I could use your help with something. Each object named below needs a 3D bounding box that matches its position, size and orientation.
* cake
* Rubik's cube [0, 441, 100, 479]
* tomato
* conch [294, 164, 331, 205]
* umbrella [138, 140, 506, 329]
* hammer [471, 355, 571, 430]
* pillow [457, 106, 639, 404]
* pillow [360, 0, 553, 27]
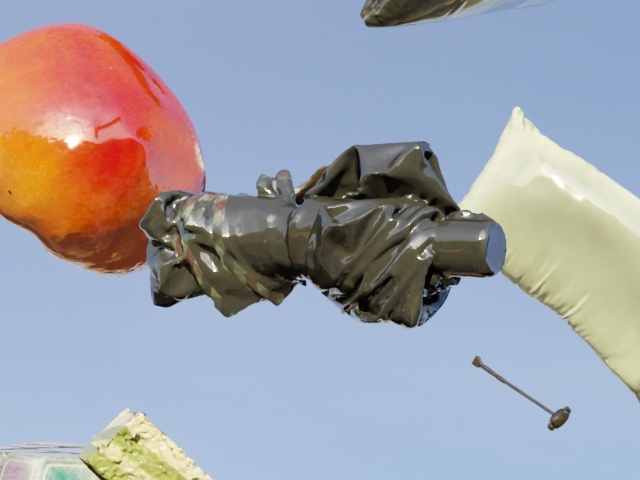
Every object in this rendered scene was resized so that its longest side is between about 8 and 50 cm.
[{"bbox_3d":[-0.091,0.166,0.828,0.140,0.051,0.055,41,-16,4],"label":"cake"},{"bbox_3d":[-0.195,0.297,1.016,0.319,0.264,0.319,2,-70,7],"label":"Rubik's cube"},{"bbox_3d":[-0.221,-0.091,1.253,0.180,0.260,0.260,-36,-48,15],"label":"tomato"},{"bbox_3d":[0.074,-0.036,1.929,0.210,0.159,0.291,9,-38,39],"label":"conch"},{"bbox_3d":[0.000,-0.001,0.901,0.272,0.122,0.110,-1,-39,35],"label":"umbrella"},{"bbox_3d":[0.190,0.145,1.248,0.123,0.029,0.014,34,-17,43],"label":"hammer"},{"bbox_3d":[0.220,0.018,1.092,0.254,0.144,0.078,39,5,10],"label":"pillow"},{"bbox_3d":[0.172,-0.278,1.215,0.250,0.106,0.186,-14,-23,-32],"label":"pillow"}]
